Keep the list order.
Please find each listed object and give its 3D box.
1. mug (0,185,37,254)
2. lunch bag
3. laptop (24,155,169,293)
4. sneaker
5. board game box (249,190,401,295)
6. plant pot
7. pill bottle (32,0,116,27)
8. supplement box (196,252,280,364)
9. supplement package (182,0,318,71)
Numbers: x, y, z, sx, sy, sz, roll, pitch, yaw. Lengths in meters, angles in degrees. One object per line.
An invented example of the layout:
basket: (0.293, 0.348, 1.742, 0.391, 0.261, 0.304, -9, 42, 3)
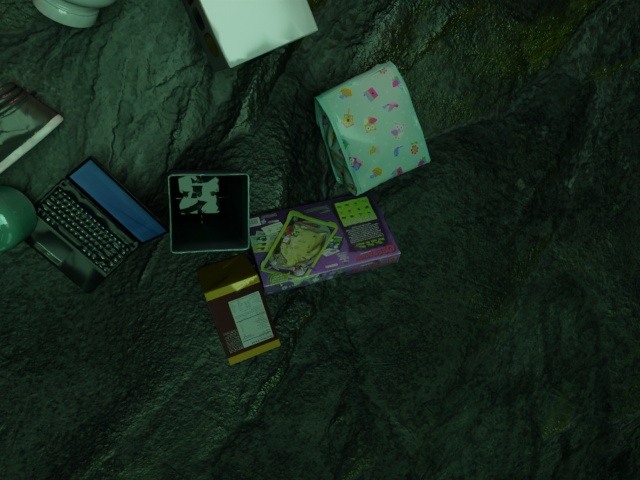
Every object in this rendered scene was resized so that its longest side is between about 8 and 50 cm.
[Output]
mug: (-0.690, -0.028, 1.260, 0.130, 0.097, 0.157, -4, 115, 9)
lunch bag: (0.117, -0.278, 1.438, 0.223, 0.160, 0.262, -26, 116, -8)
laptop: (-0.516, -0.025, 1.317, 0.264, 0.136, 0.234, -44, 112, -2)
sneaker: (-0.702, -0.210, 1.232, 0.296, 0.104, 0.147, -44, 111, -8)
board game box: (0.000, 0.000, 1.461, 0.347, 0.208, 0.056, -13, 143, -13)
plant pot: (-0.261, -0.085, 1.328, 0.166, 0.234, 0.165, -3, 106, -16)
pill bottle: (-0.447, -0.580, 1.118, 0.182, 0.181, 0.323, 20, 128, -21)
supplement box: (-0.203, 0.162, 1.436, 0.129, 0.191, 0.194, -20, 109, -12)
supplement package: (-0.162, -0.488, 1.234, 0.198, 0.263, 0.199, -27, 110, -9)
